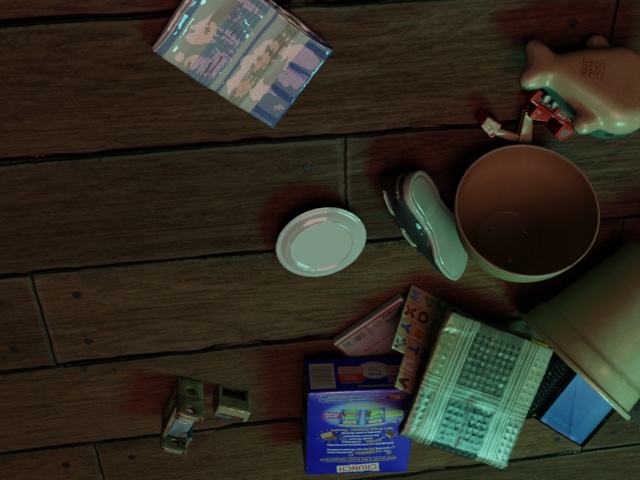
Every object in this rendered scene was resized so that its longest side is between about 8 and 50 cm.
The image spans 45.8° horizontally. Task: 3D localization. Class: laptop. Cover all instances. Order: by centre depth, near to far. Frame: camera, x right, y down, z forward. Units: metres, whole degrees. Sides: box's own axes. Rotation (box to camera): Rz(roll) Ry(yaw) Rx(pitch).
[{"bbox_3d":[0.626,0.430,1.960,0.264,0.136,0.234,1,127,-39],"label":"laptop"}]

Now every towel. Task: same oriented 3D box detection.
[{"bbox_3d":[-0.142,-0.354,1.396,0.285,0.034,0.209,31,114,-26],"label":"towel"},{"bbox_3d":[0.362,0.345,1.769,0.312,0.056,0.324,22,93,-18],"label":"towel"}]

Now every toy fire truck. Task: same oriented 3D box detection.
[{"bbox_3d":[0.427,-0.244,1.548,0.192,0.047,0.135,27,116,-25],"label":"toy fire truck"}]

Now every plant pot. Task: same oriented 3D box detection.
[{"bbox_3d":[0.410,-0.032,1.582,0.284,0.284,0.191,-10,160,-2],"label":"plant pot"},{"bbox_3d":[0.684,0.182,1.735,0.305,0.334,0.334,-46,119,7],"label":"plant pot"}]

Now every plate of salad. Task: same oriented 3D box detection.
[{"bbox_3d":[0.000,0.000,1.643,0.200,0.048,0.200,-8,134,-9],"label":"plate of salad"}]

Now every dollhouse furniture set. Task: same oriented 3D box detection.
[{"bbox_3d":[-0.278,0.436,1.836,0.183,0.129,0.129,17,119,-19],"label":"dollhouse furniture set"}]

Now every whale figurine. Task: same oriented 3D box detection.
[{"bbox_3d":[0.509,-0.295,1.473,0.272,0.216,0.141,15,163,-4],"label":"whale figurine"}]

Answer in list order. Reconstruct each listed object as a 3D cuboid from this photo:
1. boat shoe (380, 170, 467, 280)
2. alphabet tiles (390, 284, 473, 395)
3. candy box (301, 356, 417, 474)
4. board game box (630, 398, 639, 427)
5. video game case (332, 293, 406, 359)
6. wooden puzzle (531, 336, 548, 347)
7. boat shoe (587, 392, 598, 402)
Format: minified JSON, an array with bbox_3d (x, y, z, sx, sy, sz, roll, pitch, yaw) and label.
[{"bbox_3d":[0.227,-0.035,1.633,0.114,0.091,0.302,-50,127,-29],"label":"boat shoe"},{"bbox_3d":[0.252,0.250,1.774,0.198,0.009,0.237,28,71,-24],"label":"alphabet tiles"},{"bbox_3d":[0.090,0.440,1.882,0.268,0.122,0.317,-1,126,-4],"label":"candy box"},{"bbox_3d":[0.893,0.465,2.062,0.090,0.090,0.020,-10,124,-1],"label":"board game box"},{"bbox_3d":[0.193,0.272,1.865,0.204,0.025,0.285,-36,121,14],"label":"video game case"},{"bbox_3d":[0.523,0.286,1.898,0.078,0.014,0.116,30,136,24],"label":"wooden puzzle"},{"bbox_3d":[0.775,0.421,2.047,0.153,0.048,0.056,15,122,-24],"label":"boat shoe"}]
